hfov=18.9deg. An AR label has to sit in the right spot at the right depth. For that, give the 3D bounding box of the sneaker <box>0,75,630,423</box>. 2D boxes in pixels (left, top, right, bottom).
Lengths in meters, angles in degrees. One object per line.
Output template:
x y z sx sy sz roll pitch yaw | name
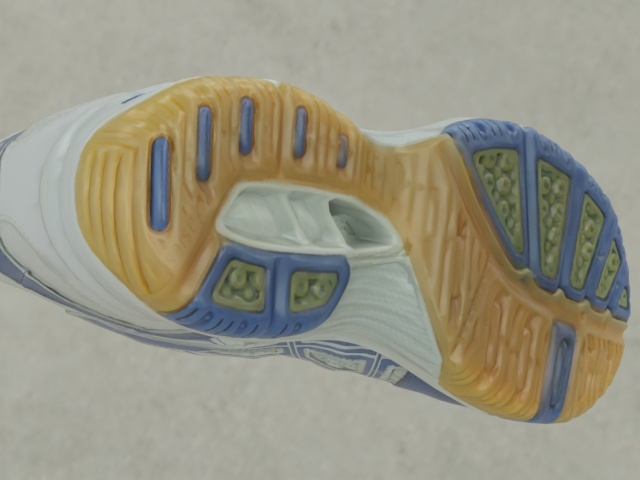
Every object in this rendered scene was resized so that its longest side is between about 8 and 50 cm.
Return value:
0.000 0.000 0.740 0.296 0.131 0.112 20 76 -43 | sneaker
